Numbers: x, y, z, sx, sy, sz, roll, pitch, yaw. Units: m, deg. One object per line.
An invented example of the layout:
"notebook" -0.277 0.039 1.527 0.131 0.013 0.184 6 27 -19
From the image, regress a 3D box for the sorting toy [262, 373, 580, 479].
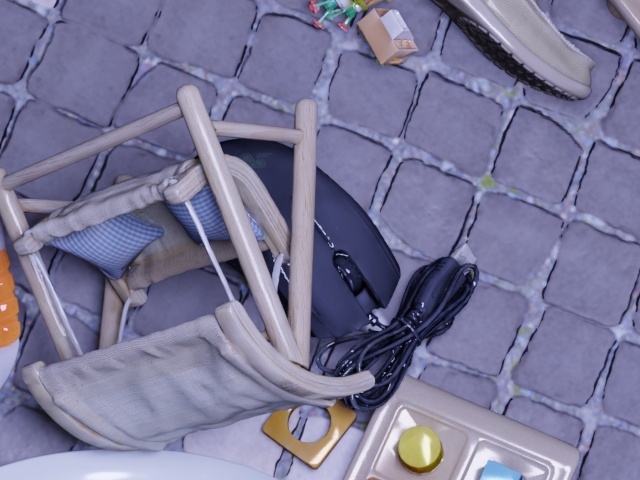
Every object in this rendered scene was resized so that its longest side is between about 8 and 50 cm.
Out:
"sorting toy" 0.104 0.225 1.659 0.348 0.047 0.196 22 72 13

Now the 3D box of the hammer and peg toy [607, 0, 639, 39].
"hammer and peg toy" 0.457 -0.177 1.777 0.266 0.127 0.361 -37 85 -13

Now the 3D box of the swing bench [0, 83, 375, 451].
"swing bench" -0.119 0.034 1.591 0.165 0.253 0.254 2 74 -48

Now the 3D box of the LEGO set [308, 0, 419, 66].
"LEGO set" -0.028 -0.270 1.757 0.107 0.132 0.287 -30 107 6

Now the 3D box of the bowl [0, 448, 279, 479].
"bowl" -0.160 0.278 1.572 0.298 0.298 0.134 1 104 -6

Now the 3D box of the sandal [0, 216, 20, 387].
"sandal" -0.319 0.017 1.683 0.102 0.076 0.265 -1 91 -28

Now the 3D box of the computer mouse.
"computer mouse" 0.000 0.000 1.706 0.272 0.072 0.188 40 62 5

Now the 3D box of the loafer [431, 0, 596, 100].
"loafer" 0.155 -0.229 1.746 0.268 0.102 0.092 40 87 -13
